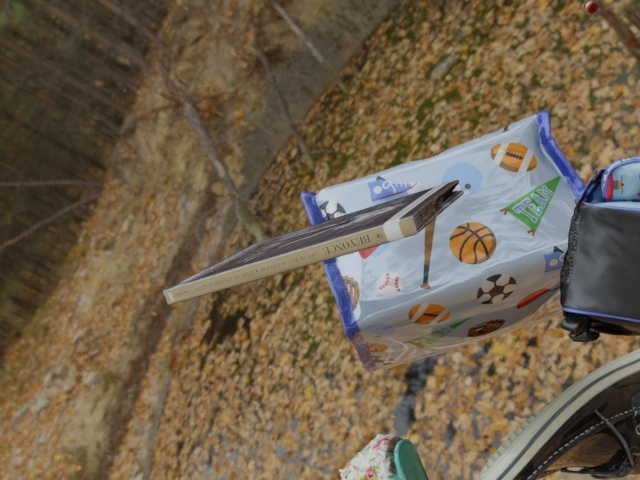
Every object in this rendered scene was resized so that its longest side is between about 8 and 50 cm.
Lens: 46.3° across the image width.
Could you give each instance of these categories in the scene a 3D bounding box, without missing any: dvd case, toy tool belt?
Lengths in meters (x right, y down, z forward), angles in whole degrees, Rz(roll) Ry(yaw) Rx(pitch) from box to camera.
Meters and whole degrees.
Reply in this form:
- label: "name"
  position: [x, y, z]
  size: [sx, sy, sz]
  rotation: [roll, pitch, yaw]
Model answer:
- label: "dvd case"
  position: [0.000, 0.000, 0.633]
  size: [0.221, 0.018, 0.164]
  rotation: [-17, 6, 25]
- label: "toy tool belt"
  position: [0.465, -0.429, 1.263]
  size: [0.051, 0.052, 0.083]
  rotation: [-111, 39, -57]

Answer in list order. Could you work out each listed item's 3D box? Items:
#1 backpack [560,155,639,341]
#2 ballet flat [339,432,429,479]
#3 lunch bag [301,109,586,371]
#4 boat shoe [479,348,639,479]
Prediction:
- label: "backpack"
  position: [0.244, 0.009, 0.484]
  size: [0.158, 0.173, 0.117]
  rotation: [7, 95, 25]
- label: "ballet flat"
  position: [0.086, 0.293, 0.668]
  size: [0.077, 0.091, 0.241]
  rotation: [-29, 72, 25]
- label: "lunch bag"
  position: [0.176, 0.035, 1.017]
  size: [0.327, 0.385, 0.239]
  rotation: [-18, 64, 5]
- label: "boat shoe"
  position: [0.457, 0.291, 1.167]
  size: [0.156, 0.500, 0.187]
  rotation: [57, 143, 26]
